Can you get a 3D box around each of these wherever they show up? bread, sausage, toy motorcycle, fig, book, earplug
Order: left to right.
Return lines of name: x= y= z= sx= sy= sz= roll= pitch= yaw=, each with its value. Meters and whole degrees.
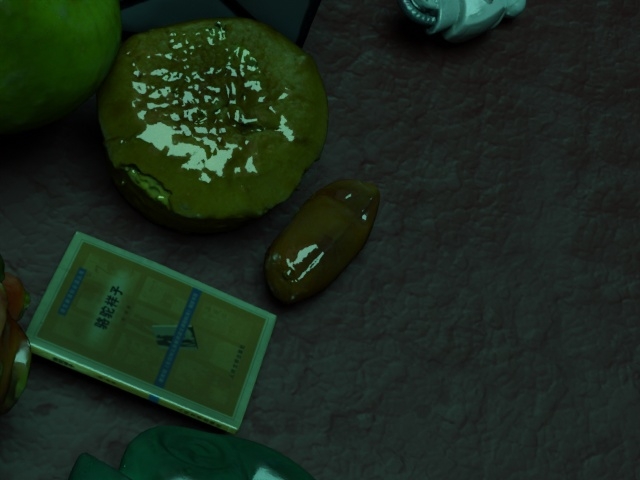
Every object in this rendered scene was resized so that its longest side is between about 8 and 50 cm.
fig: x=-0.377 y=-0.224 z=1.591 sx=0.326 sy=0.258 sz=0.258 roll=-14 pitch=61 yaw=25
book: x=-0.177 y=0.095 z=1.619 sx=0.242 sy=0.018 sz=0.170 roll=23 pitch=45 yaw=-5
earplug: x=-0.141 y=0.290 z=1.505 sx=0.280 sy=0.164 sz=0.257 roll=-47 pitch=118 yaw=-18
bread: x=-0.119 y=-0.125 z=1.698 sx=0.268 sy=0.145 sz=0.268 roll=5 pitch=68 yaw=-13
sausage: x=0.000 y=0.000 z=1.708 sx=0.089 sy=0.089 sz=0.179 roll=40 pitch=58 yaw=6
toy motorcycle: x=0.188 y=-0.338 z=1.917 sx=0.171 sy=0.110 sz=0.260 roll=36 pitch=52 yaw=-15

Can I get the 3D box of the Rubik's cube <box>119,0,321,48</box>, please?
Rubik's cube: x=-0.125 y=-0.420 z=1.749 sx=0.307 sy=0.310 sz=0.305 roll=9 pitch=60 yaw=-11

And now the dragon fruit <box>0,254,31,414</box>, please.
dragon fruit: x=-0.415 y=0.092 z=1.450 sx=0.305 sy=0.305 sz=0.225 roll=26 pitch=33 yaw=-2
